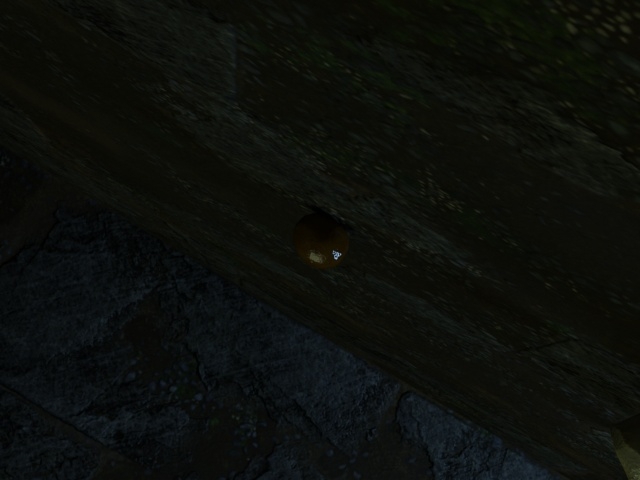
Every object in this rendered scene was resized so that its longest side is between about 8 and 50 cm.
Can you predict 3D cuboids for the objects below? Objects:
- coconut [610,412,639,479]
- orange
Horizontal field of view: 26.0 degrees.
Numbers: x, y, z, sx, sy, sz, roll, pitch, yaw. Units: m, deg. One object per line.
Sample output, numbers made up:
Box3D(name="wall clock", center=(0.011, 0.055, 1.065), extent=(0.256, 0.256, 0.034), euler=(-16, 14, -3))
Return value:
Box3D(name="coconut", center=(0.460, 0.275, 1.851), extent=(0.116, 0.122, 0.116), euler=(58, -166, -23))
Box3D(name="orange", center=(0.000, 0.000, 1.967), extent=(0.085, 0.085, 0.085), euler=(30, 172, 5))
